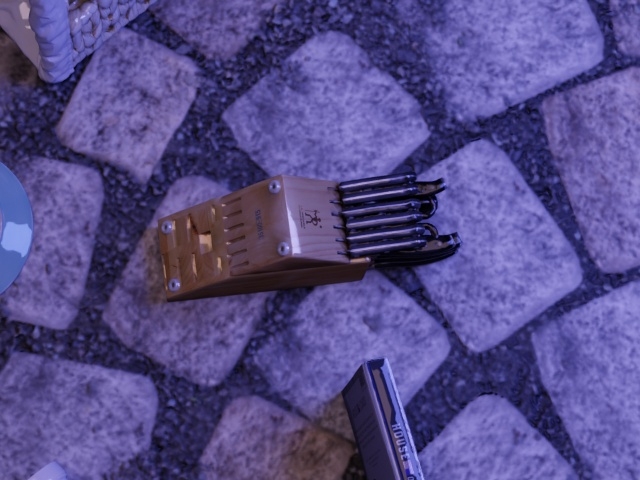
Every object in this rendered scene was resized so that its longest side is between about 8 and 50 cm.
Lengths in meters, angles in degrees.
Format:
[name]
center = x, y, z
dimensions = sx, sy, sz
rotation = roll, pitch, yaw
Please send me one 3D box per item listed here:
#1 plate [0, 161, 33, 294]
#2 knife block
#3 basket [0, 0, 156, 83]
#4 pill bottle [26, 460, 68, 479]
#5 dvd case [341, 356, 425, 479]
[plate]
center = -0.398, -0.014, 1.762
dimensions = 0.188, 0.024, 0.188
rotation = 1, 77, -3
[knife block]
center = 0.000, 0.000, 1.758
dimensions = 0.276, 0.242, 0.088
rotation = -19, 72, 39
[basket]
center = -0.283, -0.399, 1.707
dimensions = 0.266, 0.328, 0.331
rotation = -39, 81, -14
[pill bottle]
center = -0.239, 0.297, 1.665
dimensions = 0.086, 0.086, 0.152
rotation = -41, 82, -10
[dvd case]
center = 0.074, 0.244, 1.644
dimensions = 0.030, 0.179, 0.238
rotation = -14, 78, -10
